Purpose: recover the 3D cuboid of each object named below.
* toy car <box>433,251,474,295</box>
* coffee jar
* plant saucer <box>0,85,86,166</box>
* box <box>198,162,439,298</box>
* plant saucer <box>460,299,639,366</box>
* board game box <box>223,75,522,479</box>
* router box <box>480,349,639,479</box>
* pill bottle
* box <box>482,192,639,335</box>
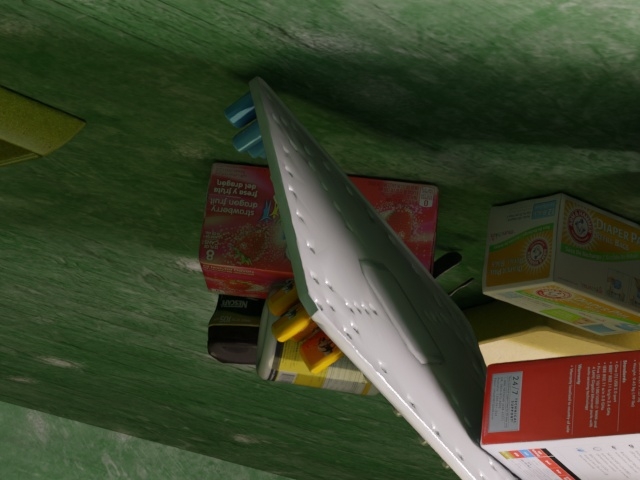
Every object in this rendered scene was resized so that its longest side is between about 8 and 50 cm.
[{"bbox_3d":[0.086,0.056,2.237,0.188,0.149,0.155,-17,-155,0],"label":"toy car"},{"bbox_3d":[-0.076,0.056,2.206,0.096,0.184,0.079,0,163,23],"label":"coffee jar"},{"bbox_3d":[-0.379,-0.120,1.989,0.188,0.045,0.188,-8,158,45],"label":"plant saucer"},{"bbox_3d":[0.000,0.000,2.091,0.257,0.122,0.128,6,163,4],"label":"box"},{"bbox_3d":[0.336,0.140,2.505,0.333,0.081,0.333,16,162,-27],"label":"plant saucer"},{"bbox_3d":[0.057,0.079,1.739,0.050,0.390,0.390,-34,122,12],"label":"board game box"},{"bbox_3d":[0.355,0.201,1.745,0.301,0.082,0.335,-7,151,29],"label":"router box"},{"bbox_3d":[0.026,0.115,2.065,0.184,0.103,0.103,9,164,-8],"label":"pill bottle"},{"bbox_3d":[0.293,0.030,2.096,0.203,0.103,0.114,19,161,-35],"label":"box"}]
